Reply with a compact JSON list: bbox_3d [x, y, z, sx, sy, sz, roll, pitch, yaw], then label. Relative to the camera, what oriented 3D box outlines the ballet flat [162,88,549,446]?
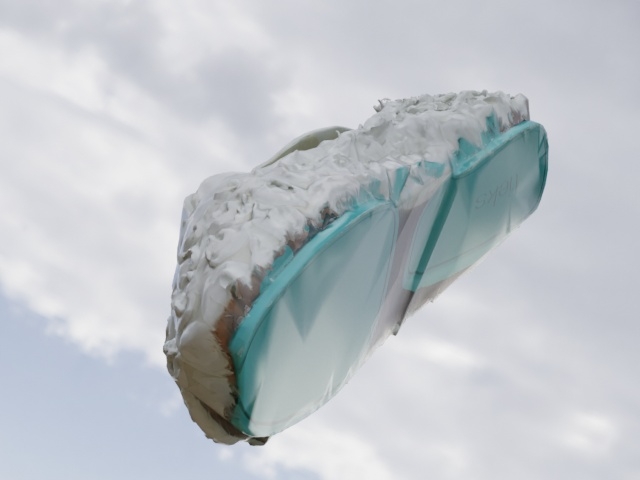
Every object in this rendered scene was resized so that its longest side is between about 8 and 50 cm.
[{"bbox_3d":[0.000,0.000,1.003,0.147,0.409,0.147,9,-71,26],"label":"ballet flat"}]
